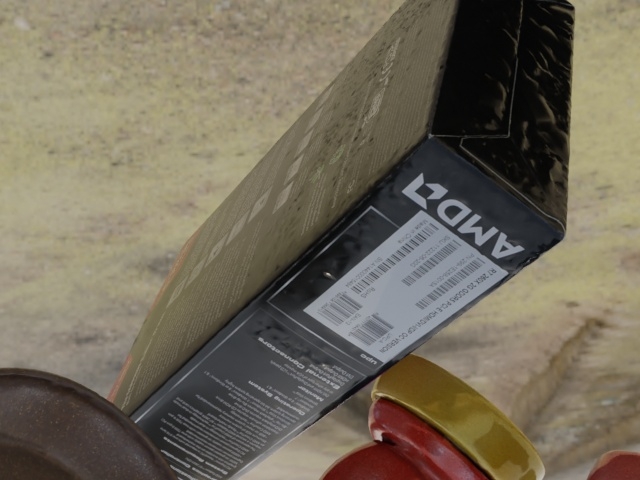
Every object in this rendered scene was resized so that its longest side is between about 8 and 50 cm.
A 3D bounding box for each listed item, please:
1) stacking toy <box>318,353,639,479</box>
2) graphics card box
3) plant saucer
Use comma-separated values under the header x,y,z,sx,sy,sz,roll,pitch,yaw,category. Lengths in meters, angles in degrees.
x,y,z,sx,sy,sz,roll,pitch,yaw,category
0.144,0.220,0.568,0.279,0.130,0.309,50,162,-26,stacking toy
0.000,0.000,0.641,0.094,0.233,0.371,34,130,-14,graphics card box
-0.123,0.154,0.442,0.036,0.199,0.198,-31,155,25,plant saucer
